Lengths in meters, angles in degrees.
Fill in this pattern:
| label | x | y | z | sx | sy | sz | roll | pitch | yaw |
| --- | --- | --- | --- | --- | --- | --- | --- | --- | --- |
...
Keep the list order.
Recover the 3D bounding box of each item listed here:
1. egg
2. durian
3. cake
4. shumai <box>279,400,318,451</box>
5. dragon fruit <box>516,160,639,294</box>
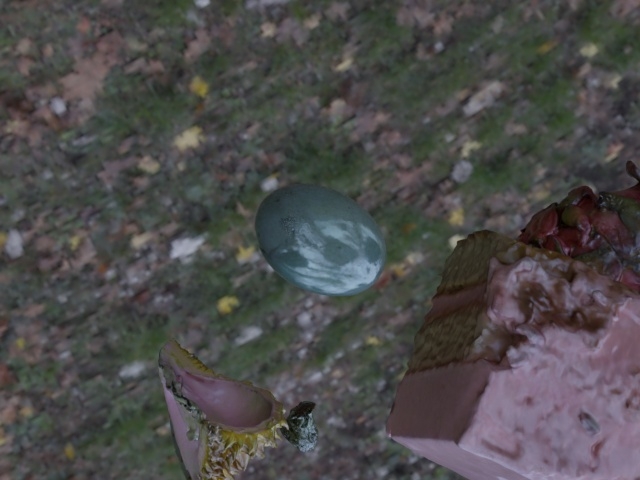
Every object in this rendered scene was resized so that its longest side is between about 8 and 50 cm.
| label | x | y | z | sx | sy | sz | roll | pitch | yaw |
| --- | --- | --- | --- | --- | --- | --- | --- | --- | --- |
| egg | 0.000 | 0.000 | 1.830 | 0.237 | 0.169 | 0.169 | 25 | 134 | -24 |
| durian | -0.171 | 0.291 | 1.681 | 0.186 | 0.305 | 0.195 | 5 | 104 | -29 |
| cake | 0.286 | 0.182 | 1.500 | 0.306 | 0.314 | 0.293 | -65 | -168 | -13 |
| shumai | -0.027 | 0.328 | 2.040 | 0.080 | 0.082 | 0.083 | -54 | -167 | 17 |
| dragon fruit | 0.420 | 0.052 | 1.883 | 0.263 | 0.314 | 0.296 | -2 | 155 | 0 |
